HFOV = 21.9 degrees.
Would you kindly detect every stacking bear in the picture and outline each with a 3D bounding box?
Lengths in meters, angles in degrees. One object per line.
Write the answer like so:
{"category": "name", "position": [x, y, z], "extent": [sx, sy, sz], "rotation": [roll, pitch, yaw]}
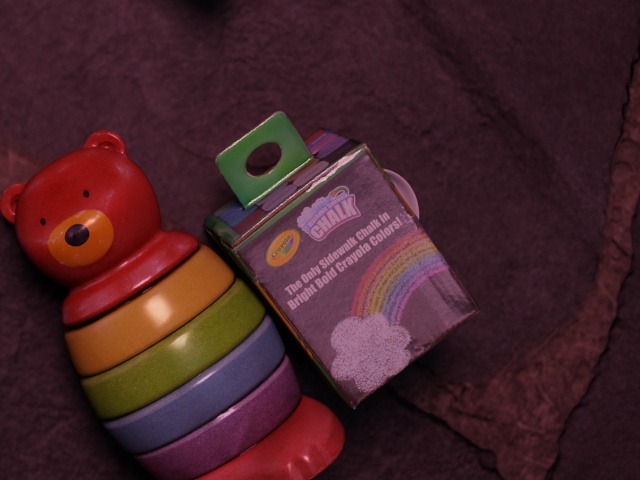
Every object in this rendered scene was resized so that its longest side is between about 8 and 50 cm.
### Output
{"category": "stacking bear", "position": [-0.126, 0.062, 1.251], "extent": [0.175, 0.164, 0.289], "rotation": [-30, 99, 11]}

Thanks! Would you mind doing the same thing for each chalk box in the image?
{"category": "chalk box", "position": [0.000, 0.000, 1.296], "extent": [0.132, 0.132, 0.213], "rotation": [-37, 105, -6]}

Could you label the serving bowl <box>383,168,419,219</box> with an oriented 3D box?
{"category": "serving bowl", "position": [0.041, -0.020, 1.393], "extent": [0.083, 0.027, 0.083], "rotation": [-4, 99, -26]}
